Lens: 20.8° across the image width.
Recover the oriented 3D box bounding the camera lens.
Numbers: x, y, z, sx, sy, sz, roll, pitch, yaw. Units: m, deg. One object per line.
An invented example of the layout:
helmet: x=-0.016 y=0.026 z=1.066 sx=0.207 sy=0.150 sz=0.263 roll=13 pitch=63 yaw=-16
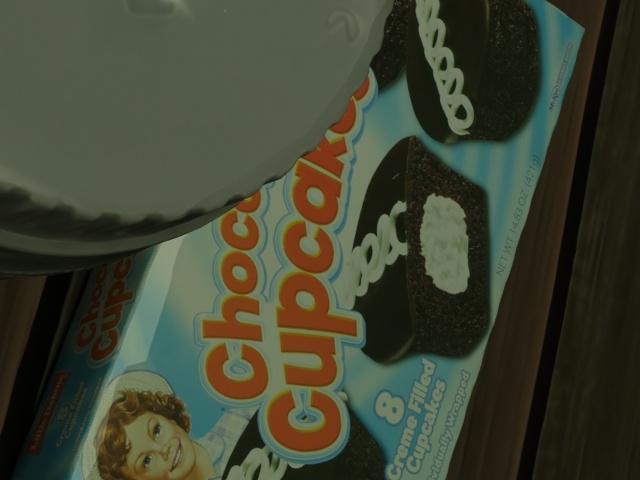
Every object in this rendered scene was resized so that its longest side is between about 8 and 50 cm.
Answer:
camera lens: x=-0.133 y=-0.094 z=0.586 sx=0.219 sy=0.274 sz=0.219 roll=3 pitch=85 yaw=-35

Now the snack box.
snack box: x=0.000 y=0.000 z=0.807 sx=0.187 sy=0.060 sz=0.322 roll=29 pitch=70 yaw=-30
